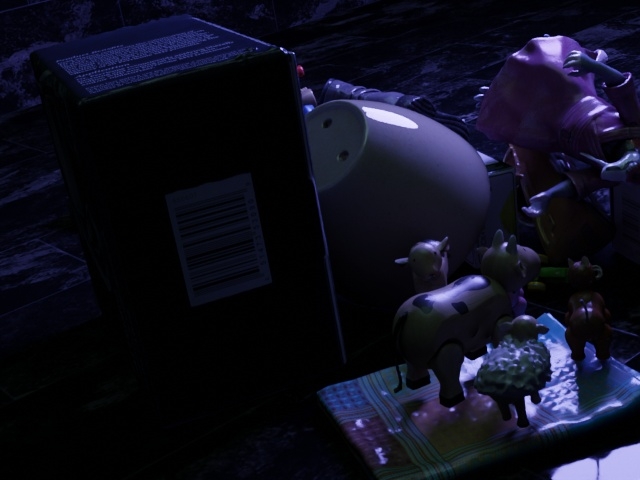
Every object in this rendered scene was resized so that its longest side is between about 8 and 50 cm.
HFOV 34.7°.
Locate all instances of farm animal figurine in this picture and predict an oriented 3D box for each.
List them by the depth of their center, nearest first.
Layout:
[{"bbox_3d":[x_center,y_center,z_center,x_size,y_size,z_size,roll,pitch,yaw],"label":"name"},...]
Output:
[{"bbox_3d":[0.201,0.076,1.347,0.330,0.172,0.327,8,28,40],"label":"farm animal figurine"}]

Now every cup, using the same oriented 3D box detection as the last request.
[{"bbox_3d":[0.066,-0.091,1.625,0.331,0.237,0.331,-21,52,29],"label":"cup"}]

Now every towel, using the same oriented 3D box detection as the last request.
[{"bbox_3d":[0.206,0.201,1.317,0.370,0.040,0.271,-16,22,-14],"label":"towel"}]

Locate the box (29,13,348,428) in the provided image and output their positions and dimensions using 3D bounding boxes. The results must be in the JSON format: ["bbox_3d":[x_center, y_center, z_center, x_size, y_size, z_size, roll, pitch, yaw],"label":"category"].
[{"bbox_3d":[-0.211,-0.059,1.550,0.297,0.479,0.472,-17,22,-16],"label":"box"}]

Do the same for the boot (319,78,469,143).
[{"bbox_3d":[0.156,-0.238,2.082,0.223,0.118,0.338,20,-9,33],"label":"boot"}]

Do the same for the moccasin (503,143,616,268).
[{"bbox_3d":[0.384,-0.084,1.782,0.147,0.139,0.380,-43,36,20],"label":"moccasin"}]

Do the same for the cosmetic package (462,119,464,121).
[{"bbox_3d":[0.219,-0.217,2.324,0.239,0.060,0.099,-27,29,-37],"label":"cosmetic package"}]

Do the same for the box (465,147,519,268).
[{"bbox_3d":[0.245,-0.077,1.825,0.087,0.169,0.290,-13,20,-14],"label":"box"}]

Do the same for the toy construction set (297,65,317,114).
[{"bbox_3d":[-0.088,-0.158,2.016,0.237,0.308,0.257,-22,-4,-3],"label":"toy construction set"}]

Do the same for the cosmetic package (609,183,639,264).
[{"bbox_3d":[0.628,-0.069,1.656,0.296,0.153,0.129,-15,23,-15],"label":"cosmetic package"}]

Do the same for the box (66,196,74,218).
[{"bbox_3d":[-0.426,-0.104,2.326,0.183,0.059,0.233,6,26,35],"label":"box"}]

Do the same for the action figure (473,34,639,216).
[{"bbox_3d":[0.422,-0.167,1.637,0.276,0.248,0.370,7,28,-39],"label":"action figure"}]

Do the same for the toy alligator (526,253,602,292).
[{"bbox_3d":[0.351,0.055,1.607,0.190,0.056,0.051,2,-16,27],"label":"toy alligator"}]
